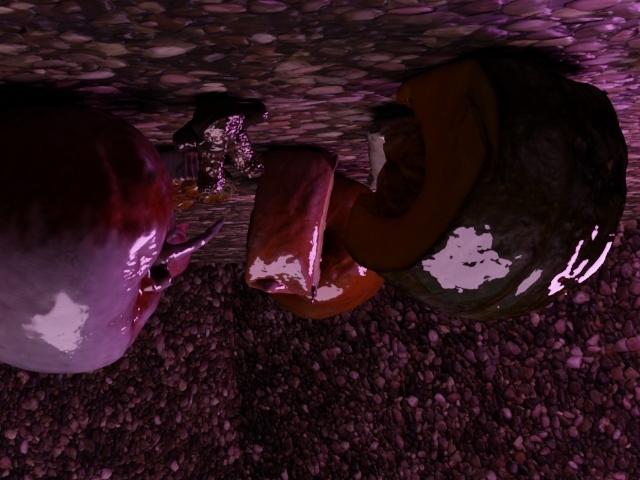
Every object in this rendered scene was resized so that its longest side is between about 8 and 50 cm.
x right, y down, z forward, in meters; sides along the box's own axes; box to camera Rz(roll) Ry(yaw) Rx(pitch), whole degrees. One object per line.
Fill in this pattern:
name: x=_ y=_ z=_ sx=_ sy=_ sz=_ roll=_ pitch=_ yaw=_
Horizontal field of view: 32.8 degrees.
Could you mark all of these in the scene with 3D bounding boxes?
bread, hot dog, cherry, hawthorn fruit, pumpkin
bread: x=-0.047 y=-0.028 z=1.671 sx=0.123 sy=0.244 sz=0.190 roll=8 pitch=168 yaw=-2
hot dog: x=-0.210 y=-0.090 z=1.682 sx=0.144 sy=0.075 sz=0.268 roll=-6 pitch=178 yaw=6
cherry: x=-0.321 y=-0.002 z=1.256 sx=0.335 sy=0.326 sz=0.291 roll=-2 pitch=-142 yaw=18
hawthorn fruit: x=0.000 y=0.000 z=1.918 sx=0.267 sy=0.268 sz=0.301 roll=-3 pitch=174 yaw=1
pumpkin: x=0.187 y=-0.055 z=1.214 sx=0.225 sy=0.303 sz=0.256 roll=8 pitch=-163 yaw=-34

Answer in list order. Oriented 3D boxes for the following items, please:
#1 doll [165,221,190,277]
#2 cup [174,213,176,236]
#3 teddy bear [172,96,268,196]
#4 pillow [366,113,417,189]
doll: x=-0.387 y=0.003 z=2.296 sx=0.256 sy=0.152 sz=0.196 roll=11 pitch=-145 yaw=27
cup: x=-0.389 y=-0.019 z=1.841 sx=0.299 sy=0.173 sz=0.167 roll=-2 pitch=177 yaw=-26
teddy bear: x=-0.120 y=-0.128 z=1.301 sx=0.119 sy=0.078 sz=0.160 roll=-20 pitch=156 yaw=-8
pillow: x=0.198 y=-0.130 z=1.484 sx=0.274 sy=0.076 sz=0.281 roll=-6 pitch=170 yaw=2
